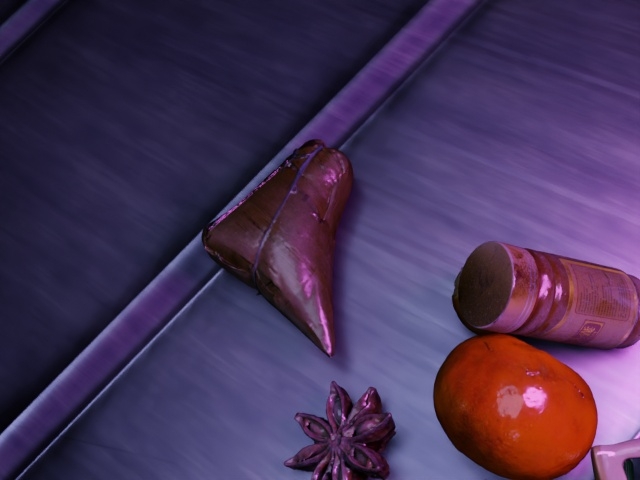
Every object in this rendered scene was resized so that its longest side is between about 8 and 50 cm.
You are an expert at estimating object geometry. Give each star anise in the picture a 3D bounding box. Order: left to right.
[{"bbox_3d":[0.054,0.391,1.565,0.236,0.109,0.223,-45,39,10],"label":"star anise"}]

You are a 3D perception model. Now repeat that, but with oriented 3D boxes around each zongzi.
[{"bbox_3d":[0.000,0.000,1.715,0.393,0.174,0.356,39,79,26],"label":"zongzi"}]

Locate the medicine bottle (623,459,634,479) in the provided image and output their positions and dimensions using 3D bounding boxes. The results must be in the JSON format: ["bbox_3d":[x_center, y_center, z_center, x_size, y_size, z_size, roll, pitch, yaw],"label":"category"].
[{"bbox_3d":[0.500,0.518,1.389,0.111,0.076,0.308,2,68,13],"label":"medicine bottle"}]

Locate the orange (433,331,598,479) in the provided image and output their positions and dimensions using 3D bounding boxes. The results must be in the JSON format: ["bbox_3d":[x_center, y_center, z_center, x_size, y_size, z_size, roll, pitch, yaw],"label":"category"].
[{"bbox_3d":[0.333,0.287,1.431,0.284,0.284,0.226,29,94,26],"label":"orange"}]

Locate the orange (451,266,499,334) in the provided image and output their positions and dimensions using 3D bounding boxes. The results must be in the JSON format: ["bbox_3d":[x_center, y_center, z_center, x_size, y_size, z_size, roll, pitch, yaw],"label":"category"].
[{"bbox_3d":[0.322,0.106,1.579,0.134,0.156,0.156,-15,63,22],"label":"orange"}]

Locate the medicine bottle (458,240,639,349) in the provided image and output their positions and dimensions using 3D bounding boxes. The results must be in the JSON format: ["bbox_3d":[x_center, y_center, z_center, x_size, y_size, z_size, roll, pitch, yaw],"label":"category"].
[{"bbox_3d":[0.416,0.102,1.461,0.323,0.151,0.151,12,64,-25],"label":"medicine bottle"}]

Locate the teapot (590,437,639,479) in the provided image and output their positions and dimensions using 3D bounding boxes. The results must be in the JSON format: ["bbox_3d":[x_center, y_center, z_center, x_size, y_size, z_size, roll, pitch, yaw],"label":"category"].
[{"bbox_3d":[0.629,0.395,1.303,0.322,0.239,0.239,-7,86,-22],"label":"teapot"}]
